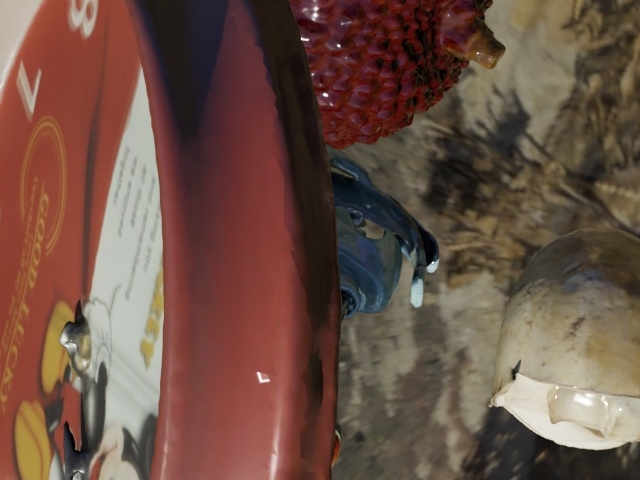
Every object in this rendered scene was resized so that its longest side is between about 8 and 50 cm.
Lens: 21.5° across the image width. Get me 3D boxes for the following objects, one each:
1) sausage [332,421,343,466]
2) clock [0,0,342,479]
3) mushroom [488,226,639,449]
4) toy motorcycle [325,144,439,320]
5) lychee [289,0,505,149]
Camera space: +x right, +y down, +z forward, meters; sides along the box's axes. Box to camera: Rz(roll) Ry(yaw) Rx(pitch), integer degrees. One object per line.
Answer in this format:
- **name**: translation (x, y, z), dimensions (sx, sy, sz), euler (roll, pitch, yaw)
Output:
- **sausage**: translation (-0.051, 0.227, 1.498), dimensions (0.083, 0.083, 0.264), euler (39, 125, 10)
- **clock**: translation (-0.074, 0.036, 0.566), dimensions (0.080, 0.318, 0.318), euler (5, 89, -29)
- **mushroom**: translation (0.263, 0.086, 1.531), dimensions (0.195, 0.253, 0.189), euler (10, 78, 10)
- **toy motorcycle**: translation (0.000, 0.000, 1.703), dimensions (0.260, 0.206, 0.154), euler (49, 140, 46)
- **lychee**: translation (0.009, -0.212, 1.298), dimensions (0.304, 0.276, 0.275), euler (27, 94, 14)
